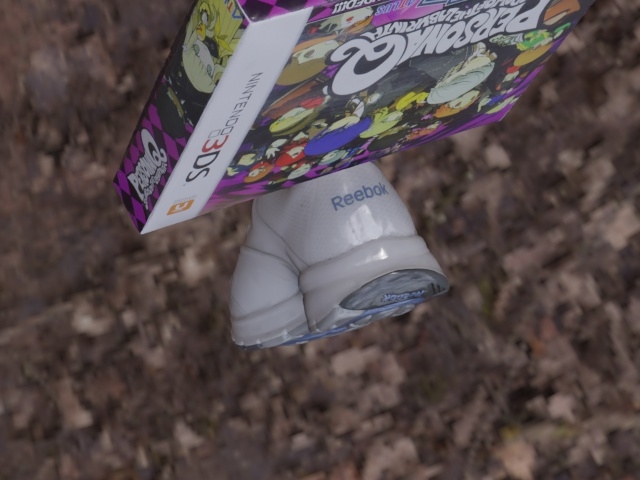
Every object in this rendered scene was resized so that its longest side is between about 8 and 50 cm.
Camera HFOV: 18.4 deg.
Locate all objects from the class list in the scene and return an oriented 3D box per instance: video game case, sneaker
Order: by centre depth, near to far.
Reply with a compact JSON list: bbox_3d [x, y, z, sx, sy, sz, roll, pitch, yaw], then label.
[{"bbox_3d":[0.028,-0.094,0.971,0.232,0.042,0.210,-18,162,-27],"label":"video game case"},{"bbox_3d":[0.000,0.000,1.310,0.111,0.297,0.129,-16,86,-20],"label":"sneaker"}]
